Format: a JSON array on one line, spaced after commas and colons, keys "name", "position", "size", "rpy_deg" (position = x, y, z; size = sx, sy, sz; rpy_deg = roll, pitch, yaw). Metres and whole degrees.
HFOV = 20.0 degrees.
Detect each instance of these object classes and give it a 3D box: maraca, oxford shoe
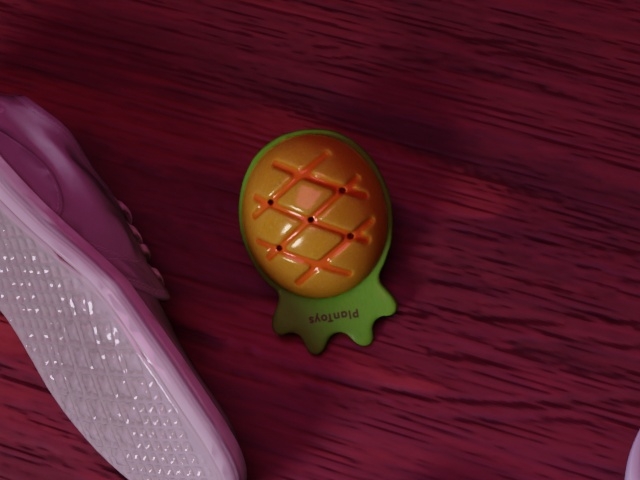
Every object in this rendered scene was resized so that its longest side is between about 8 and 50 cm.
[{"name": "maraca", "position": [0.000, 0.000, 1.497], "size": [0.127, 0.099, 0.185], "rpy_deg": [-10, 93, 9]}, {"name": "oxford shoe", "position": [-0.190, 0.033, 1.497], "size": [0.130, 0.169, 0.449], "rpy_deg": [-23, 62, -39]}]

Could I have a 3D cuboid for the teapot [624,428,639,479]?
[{"name": "teapot", "position": [0.354, 0.203, 1.306], "size": [0.256, 0.187, 0.252], "rpy_deg": [-12, 38, 24]}]
